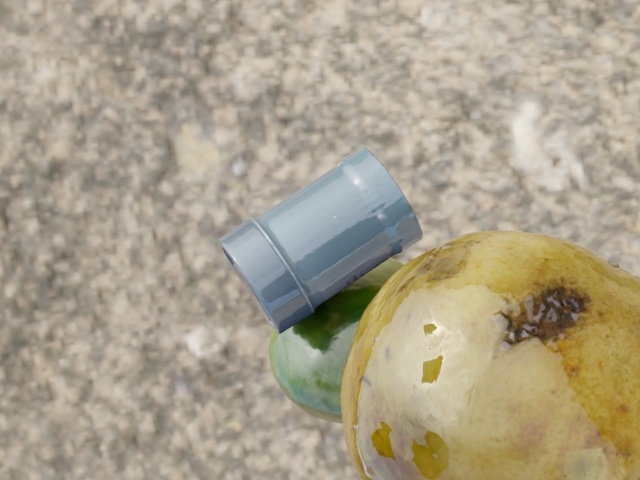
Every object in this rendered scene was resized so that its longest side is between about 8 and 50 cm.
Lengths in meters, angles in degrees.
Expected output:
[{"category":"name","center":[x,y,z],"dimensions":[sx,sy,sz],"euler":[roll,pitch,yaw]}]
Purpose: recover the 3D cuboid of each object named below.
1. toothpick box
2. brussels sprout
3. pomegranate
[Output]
[{"category":"toothpick box","center":[0.000,0.000,1.295],"dimensions":[0.101,0.153,0.101],"euler":[56,173,11]},{"category":"brussels sprout","center":[0.032,0.092,1.367],"dimensions":[0.161,0.180,0.144],"euler":[-42,105,4]},{"category":"pomegranate","center":[0.141,0.113,1.042],"dimensions":[0.260,0.260,0.260],"euler":[10,104,42]}]
